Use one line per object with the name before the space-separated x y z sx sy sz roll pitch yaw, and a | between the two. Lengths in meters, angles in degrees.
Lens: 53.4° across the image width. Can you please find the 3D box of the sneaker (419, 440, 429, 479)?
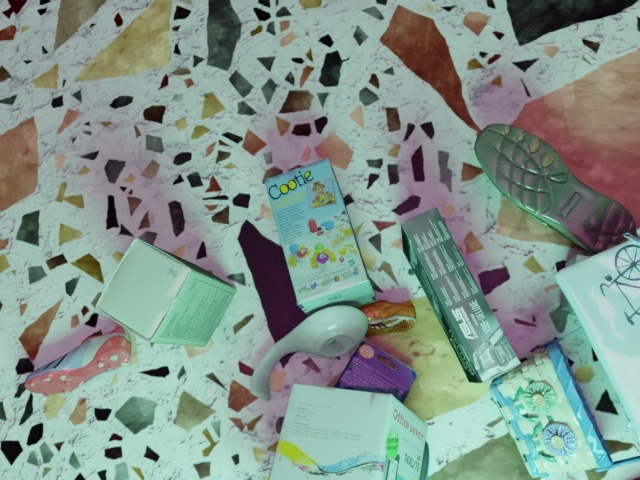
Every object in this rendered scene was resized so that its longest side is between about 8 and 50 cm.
sneaker | 0.084 0.506 1.188 0.139 0.125 0.341 32 84 8

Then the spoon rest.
spoon rest | -0.028 0.215 1.278 0.276 0.137 0.084 -36 43 14

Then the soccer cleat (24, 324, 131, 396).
soccer cleat | -0.520 0.261 1.374 0.248 0.083 0.095 -22 46 8

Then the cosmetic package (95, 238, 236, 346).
cosmetic package | -0.288 0.112 1.248 0.129 0.296 0.153 28 83 12

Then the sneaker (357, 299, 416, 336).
sneaker | 0.110 0.156 1.308 0.175 0.064 0.067 -3 44 13

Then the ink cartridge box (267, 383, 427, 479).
ink cartridge box | 0.044 0.409 1.089 0.197 0.198 0.270 -1 60 30

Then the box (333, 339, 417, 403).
box | 0.084 0.329 1.277 0.136 0.036 0.225 31 85 13

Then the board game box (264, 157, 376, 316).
board game box | 0.000 0.000 1.289 0.144 0.142 0.275 -18 67 4

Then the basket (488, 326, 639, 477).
basket | 0.475 0.292 1.140 0.289 0.201 0.255 -27 74 12

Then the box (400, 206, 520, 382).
box | 0.252 0.113 1.194 0.076 0.242 0.307 -26 76 2

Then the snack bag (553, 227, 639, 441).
snack bag | 0.603 0.118 1.050 0.342 0.037 0.323 -23 71 7

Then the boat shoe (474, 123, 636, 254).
boat shoe | 0.447 -0.090 1.268 0.355 0.130 0.132 43 90 9

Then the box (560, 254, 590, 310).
box | 0.522 0.089 1.229 0.087 0.102 0.101 9 80 8
